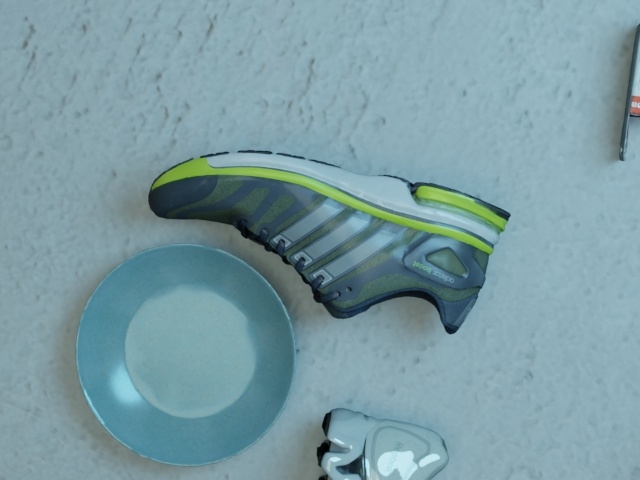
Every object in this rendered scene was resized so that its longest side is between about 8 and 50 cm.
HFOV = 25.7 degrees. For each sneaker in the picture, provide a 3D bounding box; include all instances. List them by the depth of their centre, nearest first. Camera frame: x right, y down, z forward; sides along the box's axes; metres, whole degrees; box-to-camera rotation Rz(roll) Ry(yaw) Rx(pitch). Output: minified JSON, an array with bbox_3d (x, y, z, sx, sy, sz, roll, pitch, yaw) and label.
[{"bbox_3d":[0.000,0.000,1.160,0.300,0.111,0.121,10,84,7],"label":"sneaker"},{"bbox_3d":[0.047,0.292,1.192,0.118,0.110,0.292,5,95,-3],"label":"sneaker"}]

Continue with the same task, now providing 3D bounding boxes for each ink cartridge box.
[{"bbox_3d":[0.267,-0.121,1.151,0.029,0.063,0.115,7,95,8],"label":"ink cartridge box"}]

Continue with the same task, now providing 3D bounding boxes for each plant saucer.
[{"bbox_3d":[-0.114,0.098,1.225,0.195,0.037,0.195,1,94,7],"label":"plant saucer"}]
